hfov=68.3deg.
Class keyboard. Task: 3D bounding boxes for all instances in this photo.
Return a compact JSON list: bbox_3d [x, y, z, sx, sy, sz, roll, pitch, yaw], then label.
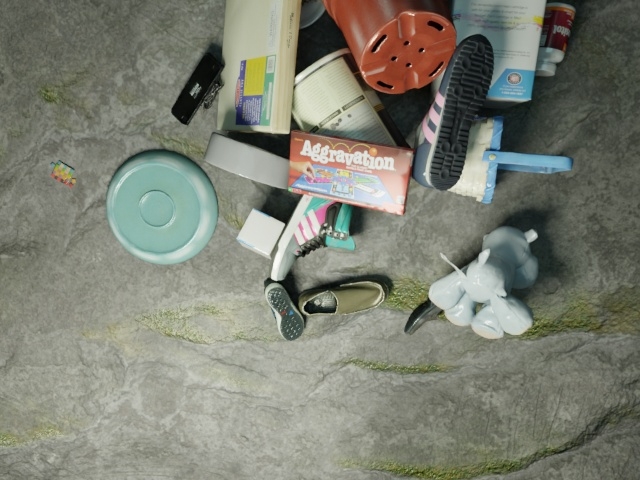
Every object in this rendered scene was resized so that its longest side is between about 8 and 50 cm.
[{"bbox_3d":[-0.307,-0.380,1.224,0.100,0.038,0.192,47,112,18],"label":"keyboard"}]

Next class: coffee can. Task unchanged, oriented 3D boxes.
[{"bbox_3d":[0.060,-0.284,1.137,0.202,0.201,0.275,-32,95,8],"label":"coffee can"}]

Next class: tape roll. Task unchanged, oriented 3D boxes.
[{"bbox_3d":[-0.170,-0.196,1.157,0.219,0.219,0.072,19,99,1],"label":"tape roll"}]

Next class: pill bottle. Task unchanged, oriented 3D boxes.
[{"bbox_3d":[0.550,-0.480,1.135,0.086,0.086,0.151,11,100,2],"label":"pill bottle"}]

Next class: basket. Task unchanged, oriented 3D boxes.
[{"bbox_3d":[0.412,-0.186,1.105,0.289,0.255,0.200,12,97,13],"label":"basket"}]

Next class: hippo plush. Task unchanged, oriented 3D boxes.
[{"bbox_3d":[0.415,0.074,1.183,0.236,0.234,0.294,-49,115,-34],"label":"hippo plush"}]

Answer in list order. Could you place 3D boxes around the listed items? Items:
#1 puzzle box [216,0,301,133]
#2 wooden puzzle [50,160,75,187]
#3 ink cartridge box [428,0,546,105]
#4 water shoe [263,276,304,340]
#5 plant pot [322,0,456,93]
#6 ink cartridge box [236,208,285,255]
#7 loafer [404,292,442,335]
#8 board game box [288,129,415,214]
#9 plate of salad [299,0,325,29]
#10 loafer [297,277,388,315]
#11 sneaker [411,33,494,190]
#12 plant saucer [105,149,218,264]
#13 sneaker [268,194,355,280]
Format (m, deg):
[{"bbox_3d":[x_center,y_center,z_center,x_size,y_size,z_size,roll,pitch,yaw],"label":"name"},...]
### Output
[{"bbox_3d":[-0.149,-0.459,1.111,0.052,0.272,0.408,-1,103,-39],"label":"puzzle box"},{"bbox_3d":[-0.710,-0.185,1.300,0.083,0.006,0.049,31,99,-1],"label":"wooden puzzle"},{"bbox_3d":[0.378,-0.459,1.092,0.198,0.197,0.269,6,100,3],"label":"ink cartridge box"},{"bbox_3d":[-0.098,0.184,1.289,0.073,0.080,0.203,-21,122,-6],"label":"water shoe"},{"bbox_3d":[0.155,-0.482,1.013,0.273,0.272,0.265,-14,61,6],"label":"plant pot"},{"bbox_3d":[-0.151,-0.013,1.230,0.092,0.143,0.089,26,82,-1],"label":"ink cartridge box"},{"bbox_3d":[0.294,0.196,1.268,0.061,0.062,0.170,39,100,-7],"label":"loafer"},{"bbox_3d":[0.061,-0.155,1.055,0.282,0.027,0.145,13,114,20],"label":"board game box"},{"bbox_3d":[-0.074,-0.630,1.171,0.200,0.048,0.199,1,98,4],"label":"plate of salad"},{"bbox_3d":[0.060,0.165,1.263,0.251,0.087,0.094,-13,98,6],"label":"loafer"},{"bbox_3d":[0.259,-0.270,0.998,0.112,0.131,0.318,14,99,-27],"label":"sneaker"},{"bbox_3d":[-0.439,-0.085,1.281,0.318,0.043,0.317,1,99,4],"label":"plant saucer"},{"bbox_3d":[0.000,0.000,1.223,0.179,0.124,0.295,28,93,7],"label":"sneaker"}]
